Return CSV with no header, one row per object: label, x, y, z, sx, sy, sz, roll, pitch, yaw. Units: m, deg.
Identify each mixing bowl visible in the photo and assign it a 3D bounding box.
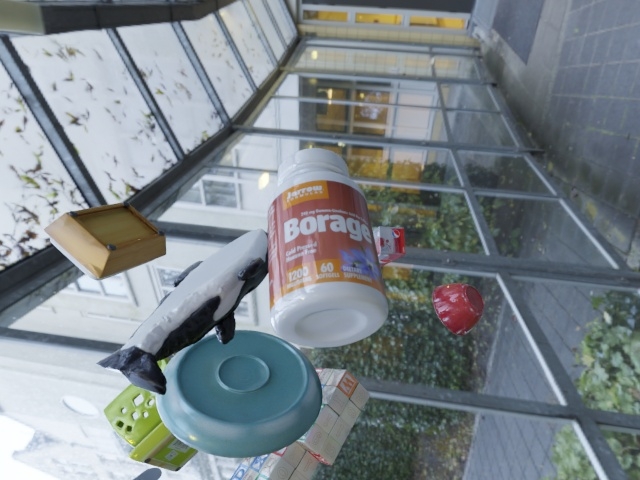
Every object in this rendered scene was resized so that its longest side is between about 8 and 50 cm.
mixing bowl,0.465,0.208,1.458,0.098,0.182,0.181,-41,26,41

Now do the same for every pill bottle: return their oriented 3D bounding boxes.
pill bottle,0.000,0.000,0.509,0.121,0.121,0.216,88,176,-53

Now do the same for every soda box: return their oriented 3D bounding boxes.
soda box,0.186,0.030,1.450,0.263,0.084,0.092,134,136,-72

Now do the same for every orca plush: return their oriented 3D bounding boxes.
orca plush,-0.130,0.095,0.572,0.102,0.151,0.287,65,-160,-20

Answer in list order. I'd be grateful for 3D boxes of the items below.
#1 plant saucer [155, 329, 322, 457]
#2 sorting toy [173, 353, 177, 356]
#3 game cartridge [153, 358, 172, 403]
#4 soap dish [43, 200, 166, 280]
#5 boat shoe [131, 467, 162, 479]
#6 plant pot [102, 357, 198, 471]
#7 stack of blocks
plant saucer,-0.150,0.269,0.866,0.317,0.318,0.043,-71,-9,-64
sorting toy,-0.481,0.344,1.515,0.083,0.045,0.075,-47,47,24
game cartridge,-0.484,0.573,1.669,0.053,0.324,0.285,41,-141,-58
soap dish,-0.645,-0.010,1.389,0.118,0.229,0.291,-54,-9,22
boat shoe,-0.422,0.568,1.046,0.100,0.035,0.035,-17,-25,-47
plant pot,-0.431,0.507,1.273,0.227,0.207,0.228,-42,-41,-10
stack of blocks,-0.041,0.420,0.955,0.171,0.087,0.297,-18,28,53
